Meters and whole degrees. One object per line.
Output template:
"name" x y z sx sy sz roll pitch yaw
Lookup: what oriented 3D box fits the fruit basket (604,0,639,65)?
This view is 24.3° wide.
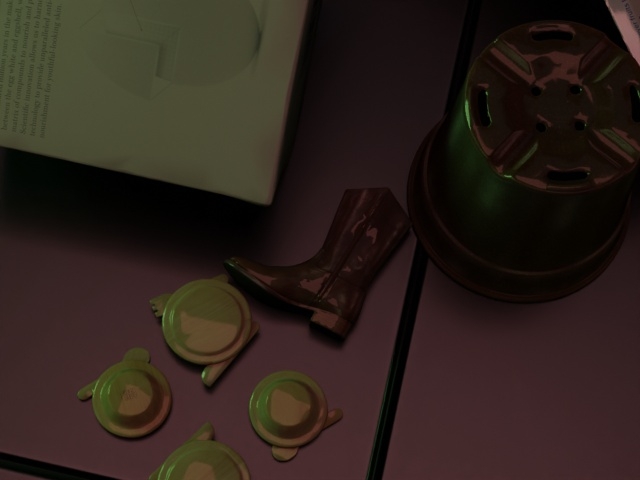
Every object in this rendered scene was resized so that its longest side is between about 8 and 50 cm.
"fruit basket" 0.314 -0.274 1.059 0.353 0.165 0.327 -24 87 -15

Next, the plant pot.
"plant pot" 0.149 -0.060 1.027 0.167 0.165 0.167 0 70 -1

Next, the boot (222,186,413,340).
"boot" 0.000 0.000 1.066 0.106 0.037 0.114 30 75 -5

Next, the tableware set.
"tableware set" -0.079 0.114 1.032 0.141 0.020 0.168 -38 75 -14

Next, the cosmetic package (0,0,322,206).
"cosmetic package" -0.115 -0.167 1.016 0.225 0.138 0.224 12 109 1
